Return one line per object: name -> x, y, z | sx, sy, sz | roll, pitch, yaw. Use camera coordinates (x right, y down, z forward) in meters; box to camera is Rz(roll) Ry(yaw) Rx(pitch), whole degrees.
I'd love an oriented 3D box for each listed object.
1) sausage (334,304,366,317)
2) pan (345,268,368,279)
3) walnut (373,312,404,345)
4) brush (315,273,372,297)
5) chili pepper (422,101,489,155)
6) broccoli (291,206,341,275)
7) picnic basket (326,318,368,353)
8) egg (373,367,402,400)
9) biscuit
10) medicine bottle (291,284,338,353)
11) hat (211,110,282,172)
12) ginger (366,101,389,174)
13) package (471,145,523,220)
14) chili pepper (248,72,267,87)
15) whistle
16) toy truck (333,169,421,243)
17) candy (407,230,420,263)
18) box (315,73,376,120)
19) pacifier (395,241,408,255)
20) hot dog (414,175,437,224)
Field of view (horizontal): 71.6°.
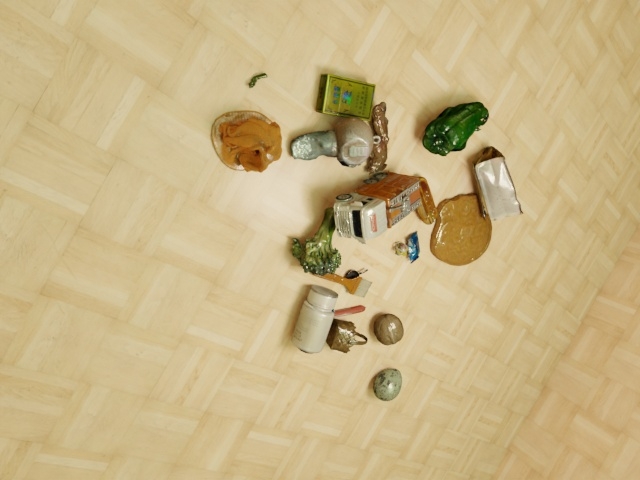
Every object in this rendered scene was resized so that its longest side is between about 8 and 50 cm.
sausage -> 0.100, 0.323, 1.991 | 0.253, 0.034, 0.034 | -5, 108, -28
pan -> 0.159, 0.152, 1.972 | 0.115, 0.023, 0.068 | -25, 116, -17
walnut -> 0.320, 0.417, 2.086 | 0.140, 0.140, 0.162 | -26, 106, -20
brush -> 0.091, 0.172, 1.923 | 0.314, 0.017, 0.090 | 22, 97, -30
chili pepper -> 0.583, -0.491, 1.921 | 0.385, 0.213, 0.167 | -33, 76, -38
broccoli -> -0.019, 0.006, 1.786 | 0.198, 0.177, 0.275 | -5, 79, 7
picnic basket -> 0.125, 0.432, 1.982 | 0.178, 0.128, 0.138 | 14, 101, -22
egg -> 0.335, 0.709, 2.190 | 0.172, 0.132, 0.132 | -48, 123, -20
biscuit -> 0.713, -0.048, 2.197 | 0.385, 0.062, 0.365 | -6, 108, -28
medicine bottle -> -0.020, 0.328, 1.859 | 0.143, 0.143, 0.258 | 13, 100, -32
hat -> -0.211, -0.329, 1.485 | 0.233, 0.233, 0.244 | -49, 124, -8
ginger -> 0.232, -0.415, 1.798 | 0.122, 0.084, 0.290 | -14, 120, -28
package -> 0.811, -0.261, 2.113 | 0.165, 0.221, 0.311 | -22, 113, 12
chili pepper -> -0.220, -0.554, 1.532 | 0.083, 0.022, 0.027 | -43, 120, -16
whistle -> 0.055, -0.374, 1.688 | 0.347, 0.189, 0.189 | -6, 110, -4
toy truck -> 0.235, -0.138, 1.764 | 0.387, 0.207, 0.173 | -34, 125, -39
candy -> 0.439, 0.032, 2.079 | 0.088, 0.038, 0.136 | -28, 118, -42
box -> 0.097, -0.542, 1.689 | 0.220, 0.064, 0.141 | 0, 107, -31
pacifier -> 0.365, 0.045, 2.042 | 0.068, 0.083, 0.064 | 29, 134, -1
hot dog -> 0.465, -0.173, 2.015 | 0.104, 0.076, 0.250 | -49, 128, -30
